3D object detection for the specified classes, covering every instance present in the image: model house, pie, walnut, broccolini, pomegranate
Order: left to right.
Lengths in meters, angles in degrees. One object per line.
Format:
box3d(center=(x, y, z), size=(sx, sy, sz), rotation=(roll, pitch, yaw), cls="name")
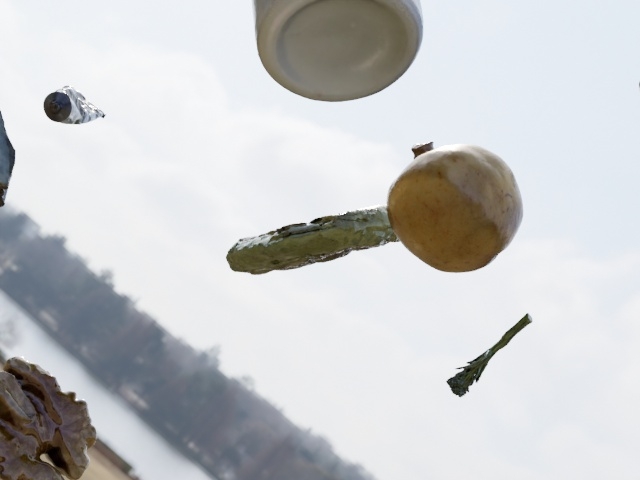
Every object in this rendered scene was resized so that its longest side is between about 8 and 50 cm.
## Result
box3d(center=(-0.500, -0.115, 1.770), size=(0.165, 0.106, 0.152), rotation=(71, -25, 17), cls="model house")
box3d(center=(-0.355, 0.230, 1.516), size=(0.170, 0.143, 0.069), rotation=(55, -39, 3), cls="walnut")
box3d(center=(0.000, 0.000, 1.972), size=(0.306, 0.306, 0.071), rotation=(156, -80, -79), cls="pie")
box3d(center=(0.179, -0.055, 1.700), size=(0.196, 0.196, 0.196), rotation=(39, -10, 8), cls="pomegranate")
box3d(center=(0.217, 0.146, 1.562), size=(0.035, 0.140, 0.030), rotation=(44, 8, -24), cls="broccolini")

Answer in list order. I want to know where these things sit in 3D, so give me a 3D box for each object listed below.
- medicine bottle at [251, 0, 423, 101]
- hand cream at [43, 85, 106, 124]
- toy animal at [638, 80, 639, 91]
box3d(center=(0.010, -0.375, 1.609), size=(0.211, 0.211, 0.372), rotation=(51, 25, -45), cls="medicine bottle")
box3d(center=(-0.435, -0.232, 2.160), size=(0.075, 0.052, 0.248), rotation=(54, 3, -5), cls="hand cream")
box3d(center=(0.652, -0.261, 2.061), size=(0.121, 0.233, 0.168), rotation=(65, -6, -6), cls="toy animal")
